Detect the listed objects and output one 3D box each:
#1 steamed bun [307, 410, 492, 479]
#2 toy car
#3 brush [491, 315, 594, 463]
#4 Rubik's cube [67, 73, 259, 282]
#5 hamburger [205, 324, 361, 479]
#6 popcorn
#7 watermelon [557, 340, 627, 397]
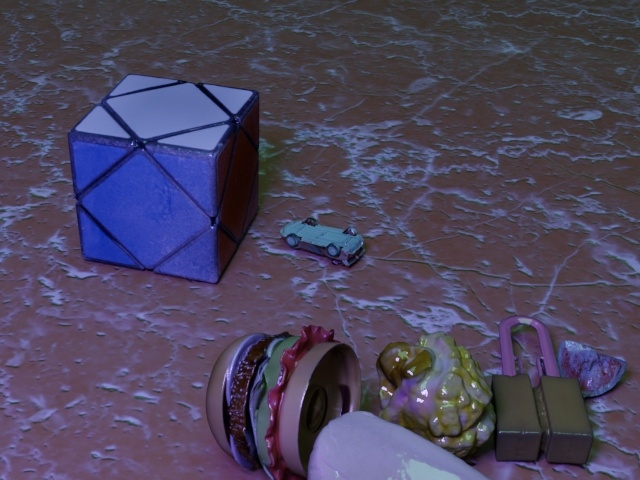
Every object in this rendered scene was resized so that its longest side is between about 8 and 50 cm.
[{"bbox_3d":[0.079,0.275,0.940,0.239,0.170,0.152,25,58,28],"label":"steamed bun"},{"bbox_3d":[0.000,0.000,1.455,0.122,0.035,0.059,12,34,29],"label":"toy car"},{"bbox_3d":[0.247,0.164,1.212,0.103,0.047,0.233,2,32,3],"label":"brush"},{"bbox_3d":[-0.207,-0.090,1.425,0.205,0.205,0.207,9,35,10],"label":"Rubik's cube"},{"bbox_3d":[-0.046,0.171,1.090,0.137,0.175,0.175,4,31,27],"label":"hamburger"},{"bbox_3d":[0.126,0.170,1.130,0.126,0.125,0.145,3,51,-18],"label":"popcorn"},{"bbox_3d":[0.315,0.143,1.233,0.085,0.061,0.085,-2,48,3],"label":"watermelon"}]
